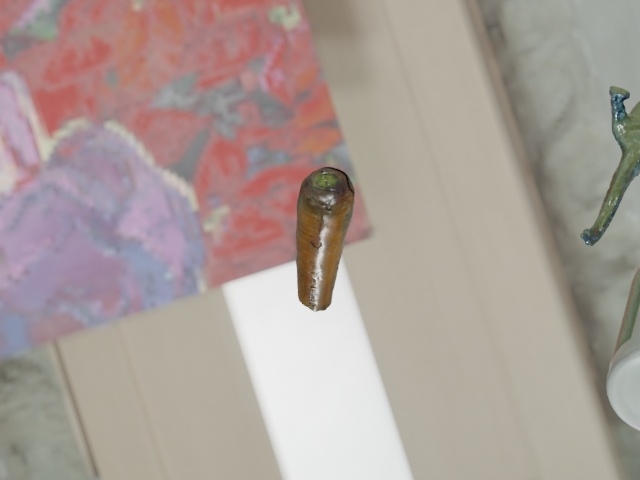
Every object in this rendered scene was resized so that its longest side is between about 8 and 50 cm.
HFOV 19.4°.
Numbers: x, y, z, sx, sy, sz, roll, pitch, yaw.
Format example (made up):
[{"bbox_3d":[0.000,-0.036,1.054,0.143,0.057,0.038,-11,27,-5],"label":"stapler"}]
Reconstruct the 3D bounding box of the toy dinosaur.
[{"bbox_3d":[0.391,-0.137,2.162,0.076,0.147,0.363,19,-139,30],"label":"toy dinosaur"}]

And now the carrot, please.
[{"bbox_3d":[0.000,0.000,1.777,0.055,0.055,0.161,-17,139,-26],"label":"carrot"}]

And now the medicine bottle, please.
[{"bbox_3d":[0.319,0.074,1.690,0.095,0.095,0.260,-18,-160,24],"label":"medicine bottle"}]
